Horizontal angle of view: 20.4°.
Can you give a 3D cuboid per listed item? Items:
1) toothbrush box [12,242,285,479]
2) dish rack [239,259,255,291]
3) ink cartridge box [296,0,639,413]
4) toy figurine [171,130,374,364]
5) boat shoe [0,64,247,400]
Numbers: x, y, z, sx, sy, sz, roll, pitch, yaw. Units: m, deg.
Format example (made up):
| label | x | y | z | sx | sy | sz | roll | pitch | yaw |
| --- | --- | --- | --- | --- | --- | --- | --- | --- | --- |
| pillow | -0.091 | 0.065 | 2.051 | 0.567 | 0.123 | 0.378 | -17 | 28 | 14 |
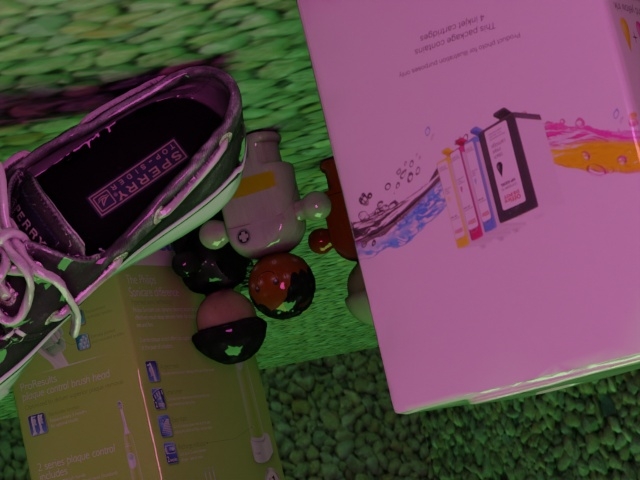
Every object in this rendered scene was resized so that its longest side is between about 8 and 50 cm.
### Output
| label | x | y | z | sx | sy | sz | roll | pitch | yaw |
| --- | --- | --- | --- | --- | --- | --- | --- | --- | --- |
| toothbrush box | -0.143 | 0.114 | 1.428 | 0.122 | 0.283 | 0.206 | -15 | 173 | 23 |
| dish rack | -0.182 | 0.046 | 1.682 | 0.271 | 0.074 | 0.208 | -20 | 171 | 32 |
| ink cartridge box | 0.120 | -0.038 | 0.955 | 0.168 | 0.233 | 0.171 | -17 | 172 | 27 |
| toy figurine | 0.000 | 0.000 | 1.352 | 0.213 | 0.148 | 0.209 | -10 | 172 | -23 |
| boat shoe | -0.166 | 0.005 | 1.017 | 0.306 | 0.113 | 0.105 | -32 | 167 | -15 |
